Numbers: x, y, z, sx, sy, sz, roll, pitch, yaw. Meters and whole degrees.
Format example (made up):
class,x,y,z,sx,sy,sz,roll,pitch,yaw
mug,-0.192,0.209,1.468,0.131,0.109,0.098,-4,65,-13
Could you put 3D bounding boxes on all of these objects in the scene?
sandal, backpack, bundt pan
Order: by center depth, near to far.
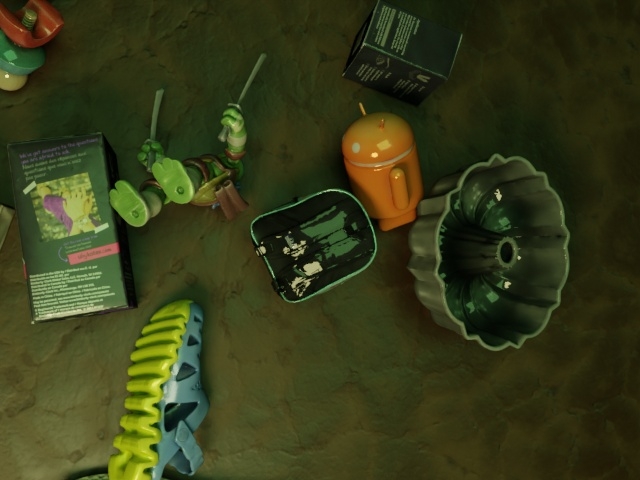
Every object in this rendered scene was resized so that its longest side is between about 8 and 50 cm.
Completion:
class,x,y,z,sx,sy,sz,roll,pitch,yaw
sandal,-0.239,0.254,1.153,0.138,0.126,0.317,21,76,-37
backpack,0.000,0.000,1.192,0.189,0.144,0.165,-26,88,11
bundt pan,0.278,0.020,1.227,0.331,0.124,0.330,0,90,-34

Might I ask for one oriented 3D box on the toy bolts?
class,x,y,z,sx,sy,sz,roll,pitch,yaw
toy bolts,-0.521,-0.363,1.164,0.228,0.158,0.218,48,37,7

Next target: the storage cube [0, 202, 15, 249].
class,x,y,z,sx,sy,sz,roll,pitch,yaw
storage cube,-0.599,-0.006,1.061,0.193,0.184,0.214,19,81,-9

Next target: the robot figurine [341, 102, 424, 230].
class,x,y,z,sx,sy,sz,roll,pitch,yaw
robot figurine,0.106,-0.125,1.216,0.128,0.219,0.158,3,39,24

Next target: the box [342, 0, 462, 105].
class,x,y,z,sx,sy,sz,roll,pitch,yaw
box,0.140,-0.325,1.252,0.158,0.156,0.093,21,80,-9

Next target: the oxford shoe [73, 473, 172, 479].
class,x,y,z,sx,sy,sz,roll,pitch,yaw
oxford shoe,-0.204,0.478,1.118,0.450,0.169,0.130,13,118,-8

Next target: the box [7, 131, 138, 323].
class,x,y,z,sx,sy,sz,roll,pitch,yaw
box,-0.382,-0.014,1.113,0.144,0.165,0.270,-8,86,-10

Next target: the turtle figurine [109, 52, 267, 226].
class,x,y,z,sx,sy,sz,roll,pitch,yaw
turtle figurine,-0.218,-0.148,1.114,0.198,0.266,0.274,10,114,13
